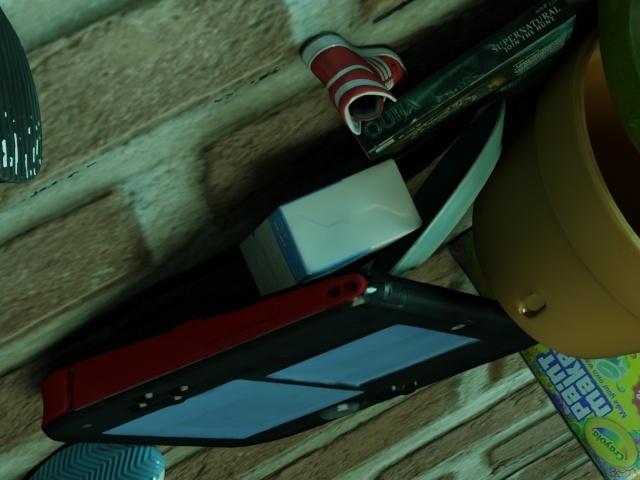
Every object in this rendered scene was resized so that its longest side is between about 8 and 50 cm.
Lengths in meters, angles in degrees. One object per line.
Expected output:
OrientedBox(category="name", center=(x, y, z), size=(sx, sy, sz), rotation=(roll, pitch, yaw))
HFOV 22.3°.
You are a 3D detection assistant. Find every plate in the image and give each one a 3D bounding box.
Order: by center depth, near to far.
OrientedBox(category="plate", center=(0.101, -0.033, 1.316), size=(0.188, 0.024, 0.188), rotation=(-54, -174, 8))

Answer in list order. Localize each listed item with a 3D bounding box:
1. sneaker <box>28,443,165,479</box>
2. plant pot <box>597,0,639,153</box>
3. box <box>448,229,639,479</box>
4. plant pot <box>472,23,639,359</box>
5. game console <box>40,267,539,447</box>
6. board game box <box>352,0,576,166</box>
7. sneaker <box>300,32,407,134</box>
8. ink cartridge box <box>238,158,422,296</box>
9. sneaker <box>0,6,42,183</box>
OrientedBox(category="sneaker", center=(-0.233, 0.253, 1.537), size=(0.229, 0.087, 0.092), rotation=(-34, 165, 21))
OrientedBox(category="plant pot", center=(0.414, -0.177, 1.213), size=(0.353, 0.366, 0.366), rotation=(-9, 150, -20))
OrientedBox(category="box", center=(0.304, 0.104, 1.638), size=(0.177, 0.290, 0.279), rotation=(-36, 157, 7))
OrientedBox(category="plant pot", center=(0.268, -0.023, 1.382), size=(0.291, 0.291, 0.203), rotation=(-12, 162, -39))
OrientedBox(category="game console", center=(-0.018, 0.113, 1.410), size=(0.342, 0.060, 0.386), rotation=(-18, 165, 26))
OrientedBox(category="board game box", center=(0.111, -0.118, 1.255), size=(0.186, 0.026, 0.126), rotation=(-33, 173, 2))
OrientedBox(category="sneaker", center=(0.037, -0.108, 1.169), size=(0.042, 0.067, 0.118), rotation=(-44, 155, 23))
OrientedBox(category="ink cartridge box", center=(0.000, 0.000, 1.306), size=(0.104, 0.060, 0.180), rotation=(-24, 175, -19))
OrientedBox(category="sneaker", center=(-0.260, -0.081, 0.815), size=(0.146, 0.122, 0.330), rotation=(-14, 171, 18))
